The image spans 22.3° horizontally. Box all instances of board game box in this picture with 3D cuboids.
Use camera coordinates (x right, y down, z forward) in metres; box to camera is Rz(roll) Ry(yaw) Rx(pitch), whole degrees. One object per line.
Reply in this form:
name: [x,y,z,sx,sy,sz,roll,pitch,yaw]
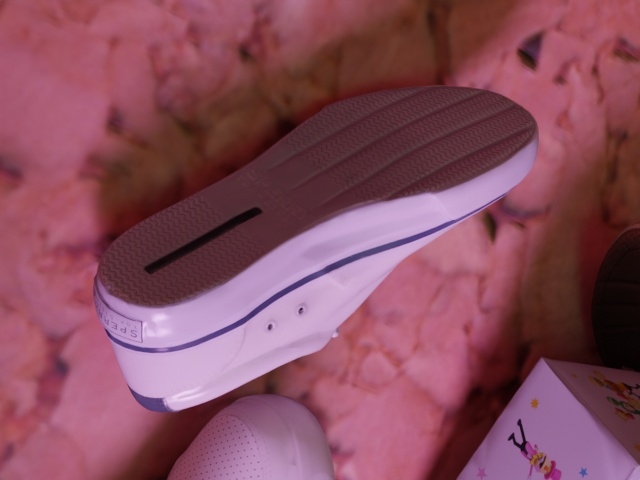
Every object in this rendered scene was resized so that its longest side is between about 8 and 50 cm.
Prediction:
board game box: [0.204,0.196,0.997,0.303,0.097,0.224,10,121,-41]

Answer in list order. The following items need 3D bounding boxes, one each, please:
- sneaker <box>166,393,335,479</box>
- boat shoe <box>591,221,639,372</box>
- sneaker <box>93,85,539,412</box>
sneaker: [-0.111,0.203,0.790,0.169,0.108,0.293,19,96,-44]
boat shoe: [0.215,0.057,1.026,0.072,0.068,0.190,-40,140,-36]
sneaker: [0.000,0.000,0.824,0.258,0.094,0.091,-25,139,-24]
